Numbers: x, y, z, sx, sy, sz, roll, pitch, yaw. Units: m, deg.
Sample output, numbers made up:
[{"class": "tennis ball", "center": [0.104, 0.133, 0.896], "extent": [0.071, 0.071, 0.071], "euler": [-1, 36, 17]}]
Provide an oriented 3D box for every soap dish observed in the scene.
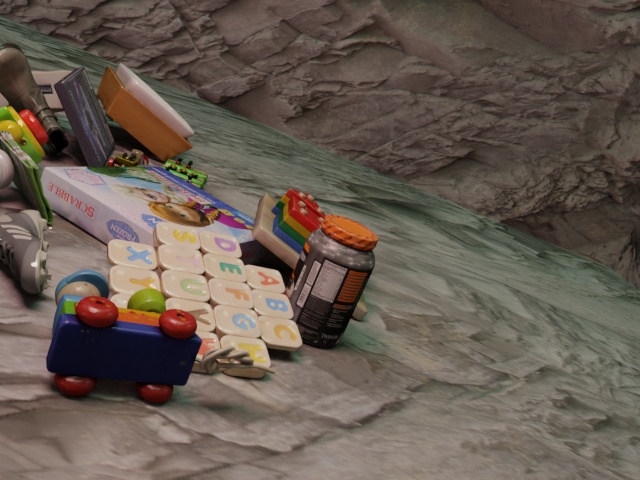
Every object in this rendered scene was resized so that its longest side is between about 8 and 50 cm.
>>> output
[{"class": "soap dish", "center": [-0.466, -0.337, 1.682], "extent": [0.229, 0.118, 0.291], "euler": [42, 3, -34]}]

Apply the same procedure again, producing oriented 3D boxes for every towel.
[{"class": "towel", "center": [-0.477, -0.105, 1.045], "extent": [0.023, 0.113, 0.152], "euler": [-28, 46, -29]}]

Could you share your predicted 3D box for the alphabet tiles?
[{"class": "alphabet tiles", "center": [-0.161, 0.075, 0.917], "extent": [0.278, 0.021, 0.284], "euler": [14, 33, -29]}]

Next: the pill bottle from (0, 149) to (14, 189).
[{"class": "pill bottle", "center": [-0.538, -0.097, 0.954], "extent": [0.094, 0.094, 0.169], "euler": [24, 16, 4]}]

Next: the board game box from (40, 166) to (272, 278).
[{"class": "board game box", "center": [-0.283, -0.042, 1.180], "extent": [0.319, 0.066, 0.318], "euler": [29, 17, 17]}]

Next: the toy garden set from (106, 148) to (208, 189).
[{"class": "toy garden set", "center": [-0.374, -0.173, 1.516], "extent": [0.204, 0.049, 0.244], "euler": [21, 16, -9]}]

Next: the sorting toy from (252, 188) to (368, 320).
[{"class": "sorting toy", "center": [0.000, 0.000, 1.257], "extent": [0.257, 0.089, 0.255], "euler": [39, 12, -13]}]

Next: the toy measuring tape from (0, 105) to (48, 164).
[{"class": "toy measuring tape", "center": [-0.585, -0.189, 1.221], "extent": [0.121, 0.121, 0.330], "euler": [15, 0, -28]}]

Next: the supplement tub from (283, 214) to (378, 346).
[{"class": "supplement tub", "center": [0.014, 0.062, 1.026], "extent": [0.117, 0.190, 0.117], "euler": [22, 15, -6]}]

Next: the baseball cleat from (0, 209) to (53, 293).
[{"class": "baseball cleat", "center": [-0.411, 0.015, 0.845], "extent": [0.109, 0.072, 0.206], "euler": [0, 20, -24]}]

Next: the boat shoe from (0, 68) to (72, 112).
[{"class": "boat shoe", "center": [-0.708, -0.326, 1.440], "extent": [0.158, 0.127, 0.340], "euler": [-4, 4, 30]}]

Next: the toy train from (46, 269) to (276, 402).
[{"class": "toy train", "center": [-0.187, 0.107, 0.754], "extent": [0.248, 0.105, 0.143], "euler": [14, 18, -30]}]

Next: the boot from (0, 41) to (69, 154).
[{"class": "boot", "center": [-0.566, -0.272, 1.268], "extent": [0.161, 0.083, 0.246], "euler": [51, -15, 5]}]

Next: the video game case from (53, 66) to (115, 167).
[{"class": "video game case", "center": [-0.518, -0.274, 1.430], "extent": [0.026, 0.196, 0.274], "euler": [-18, 24, -3]}]
